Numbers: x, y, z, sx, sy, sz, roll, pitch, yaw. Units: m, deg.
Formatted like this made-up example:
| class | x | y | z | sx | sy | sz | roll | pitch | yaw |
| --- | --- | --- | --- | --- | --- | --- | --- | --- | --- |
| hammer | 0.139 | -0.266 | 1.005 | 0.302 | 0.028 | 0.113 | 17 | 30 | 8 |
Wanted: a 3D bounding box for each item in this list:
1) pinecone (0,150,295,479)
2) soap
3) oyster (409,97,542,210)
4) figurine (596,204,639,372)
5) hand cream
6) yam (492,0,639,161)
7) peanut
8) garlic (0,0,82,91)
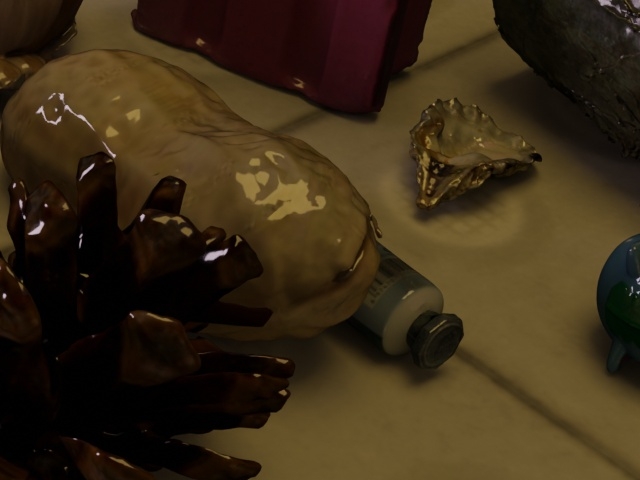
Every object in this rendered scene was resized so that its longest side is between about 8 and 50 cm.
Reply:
| class | x | y | z | sx | sy | sz | roll | pitch | yaw |
| --- | --- | --- | --- | --- | --- | --- | --- | --- | --- |
| pinecone | -0.120 | 0.060 | 0.813 | 0.201 | 0.202 | 0.229 | -30 | 46 | -4 |
| soap | -0.009 | -0.301 | 1.199 | 0.233 | 0.360 | 0.128 | 23 | 37 | 12 |
| oyster | 0.122 | -0.071 | 1.202 | 0.121 | 0.045 | 0.146 | 2 | 30 | -12 |
| figurine | 0.275 | 0.037 | 1.066 | 0.144 | 0.114 | 0.178 | 31 | 30 | 19 |
| hand cream | 0.000 | 0.000 | 1.059 | 0.088 | 0.055 | 0.256 | -27 | 49 | -30 |
| yam | 0.304 | -0.182 | 1.241 | 0.241 | 0.241 | 0.348 | -15 | 49 | -34 |
| peanut | -0.095 | -0.035 | 1.008 | 0.149 | 0.149 | 0.313 | -20 | 45 | -38 |
| garlic | -0.269 | -0.200 | 1.122 | 0.207 | 0.257 | 0.207 | 0 | 78 | 1 |
